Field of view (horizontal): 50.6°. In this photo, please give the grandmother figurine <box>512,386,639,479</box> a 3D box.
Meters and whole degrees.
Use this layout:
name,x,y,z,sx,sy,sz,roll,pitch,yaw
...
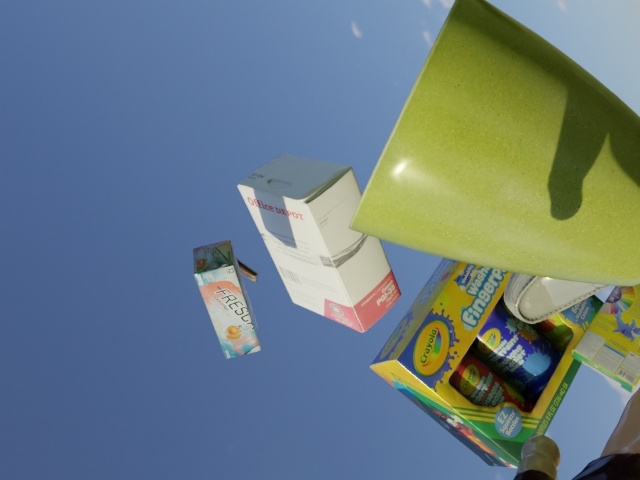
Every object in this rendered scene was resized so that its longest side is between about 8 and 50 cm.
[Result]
name,x,y,z,sx,sy,sz,roll,pitch,yaw
grandmother figurine,0.201,0.159,0.402,0.342,0.208,0.104,-27,-93,-35

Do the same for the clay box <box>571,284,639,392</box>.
name,x,y,z,sx,sy,sz,roll,pitch,yaw
clay box,0.599,0.164,1.301,0.222,0.127,0.053,-50,-30,-11

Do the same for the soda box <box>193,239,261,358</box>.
name,x,y,z,sx,sy,sz,roll,pitch,yaw
soda box,-0.137,0.090,1.006,0.063,0.058,0.183,-106,2,-51

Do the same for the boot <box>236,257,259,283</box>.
name,x,y,z,sx,sy,sz,roll,pitch,yaw
boot,-0.187,0.057,1.549,0.114,0.037,0.106,37,178,0

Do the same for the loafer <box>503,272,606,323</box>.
name,x,y,z,sx,sy,sz,roll,pitch,yaw
loafer,0.381,0.008,0.897,0.112,0.319,0.111,32,-155,-25

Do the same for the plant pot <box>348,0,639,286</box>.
name,x,y,z,sx,sy,sz,roll,pitch,yaw
plant pot,0.219,-0.073,0.716,0.293,0.275,0.275,26,-140,2

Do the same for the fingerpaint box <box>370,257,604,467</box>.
name,x,y,z,sx,sy,sz,roll,pitch,yaw
fingerpaint box,0.393,0.218,1.541,0.371,0.163,0.445,40,-113,-4

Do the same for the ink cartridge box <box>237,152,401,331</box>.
name,x,y,z,sx,sy,sz,roll,pitch,yaw
ink cartridge box,0.000,0.000,1.197,0.117,0.207,0.283,-39,-56,-25
